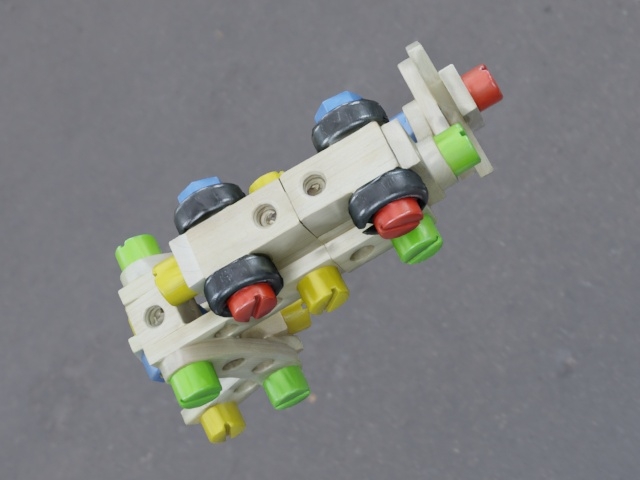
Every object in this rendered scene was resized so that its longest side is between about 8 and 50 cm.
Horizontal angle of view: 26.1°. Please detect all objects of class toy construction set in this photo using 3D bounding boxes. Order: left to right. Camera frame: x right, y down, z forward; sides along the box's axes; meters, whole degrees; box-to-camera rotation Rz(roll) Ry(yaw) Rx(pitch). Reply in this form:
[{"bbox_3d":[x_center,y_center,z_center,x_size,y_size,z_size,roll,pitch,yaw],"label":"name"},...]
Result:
[{"bbox_3d":[0.000,0.000,0.915,0.327,0.215,0.151,-43,65,2],"label":"toy construction set"}]
